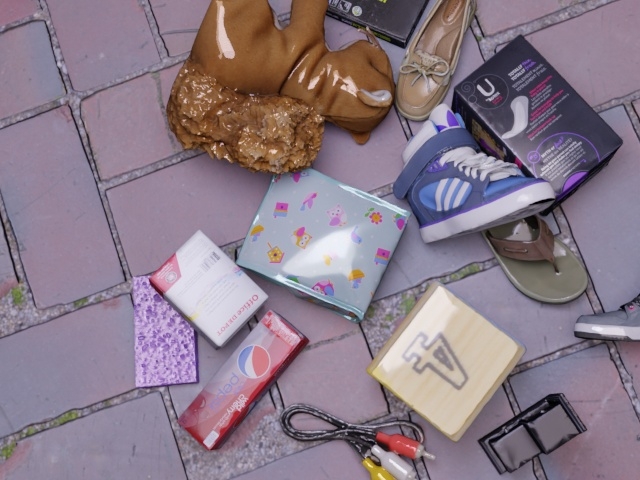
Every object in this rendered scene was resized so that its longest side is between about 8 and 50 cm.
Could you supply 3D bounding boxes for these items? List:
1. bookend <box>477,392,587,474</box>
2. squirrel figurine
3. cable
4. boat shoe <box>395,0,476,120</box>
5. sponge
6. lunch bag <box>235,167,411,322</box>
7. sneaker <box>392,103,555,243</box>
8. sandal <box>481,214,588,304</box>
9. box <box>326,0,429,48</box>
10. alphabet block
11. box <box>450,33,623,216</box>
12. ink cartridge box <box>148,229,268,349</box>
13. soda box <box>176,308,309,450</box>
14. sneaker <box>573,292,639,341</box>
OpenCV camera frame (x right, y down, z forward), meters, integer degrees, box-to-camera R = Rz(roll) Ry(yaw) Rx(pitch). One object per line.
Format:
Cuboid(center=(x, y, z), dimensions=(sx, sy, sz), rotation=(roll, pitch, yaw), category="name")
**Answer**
Cuboid(center=(0.356, 0.331, 1.560), dimensions=(0.157, 0.156, 0.072), rotation=(-33, 78, 0), category="bookend")
Cuboid(center=(-0.061, -0.266, 1.662), dimensions=(0.370, 0.281, 0.397), rotation=(26, 64, -7), category="squirrel figurine")
Cuboid(center=(0.069, 0.346, 1.632), dimensions=(0.287, 0.072, 0.139), rotation=(28, 78, 11), category="cable")
Cuboid(center=(0.215, -0.366, 1.736), dimensions=(0.104, 0.089, 0.285), rotation=(19, 83, 9), category="boat shoe")
Cuboid(center=(-0.291, 0.168, 1.724), dimensions=(0.117, 0.031, 0.210), rotation=(-5, 79, 5), category="sponge")
Cuboid(center=(0.000, 0.000, 1.661), dimensions=(0.262, 0.160, 0.223), rotation=(24, 84, 4), category="lunch bag")
Cuboid(center=(0.250, -0.135, 1.589), dimensions=(0.130, 0.323, 0.236), rotation=(-10, 84, -30), category="sneaker")
Cuboid(center=(0.357, -0.008, 1.656), dimensions=(0.120, 0.086, 0.303), rotation=(-39, 77, -2), category="sandal")
Cuboid(center=(0.123, -0.495, 1.794), dimensions=(0.184, 0.045, 0.191), rotation=(26, 84, 13), category="box")
Cuboid(center=(0.214, 0.210, 1.582), dimensions=(0.193, 0.192, 0.197), rotation=(37, 86, 13), category="alphabet block")
Cuboid(center=(0.383, -0.204, 1.661), dimensions=(0.165, 0.143, 0.270), rotation=(-38, 77, -4), category="box")
Cuboid(center=(-0.201, 0.093, 1.657), dimensions=(0.176, 0.127, 0.128), rotation=(45, 76, 2), category="ink cartridge box")
Cuboid(center=(-0.137, 0.252, 1.661), dimensions=(0.083, 0.092, 0.263), rotation=(40, 86, 12), category="soda box")
Cuboid(center=(0.583, 0.084, 1.594), dimensions=(0.295, 0.124, 0.178), rotation=(-3, 84, -2), category="sneaker")
